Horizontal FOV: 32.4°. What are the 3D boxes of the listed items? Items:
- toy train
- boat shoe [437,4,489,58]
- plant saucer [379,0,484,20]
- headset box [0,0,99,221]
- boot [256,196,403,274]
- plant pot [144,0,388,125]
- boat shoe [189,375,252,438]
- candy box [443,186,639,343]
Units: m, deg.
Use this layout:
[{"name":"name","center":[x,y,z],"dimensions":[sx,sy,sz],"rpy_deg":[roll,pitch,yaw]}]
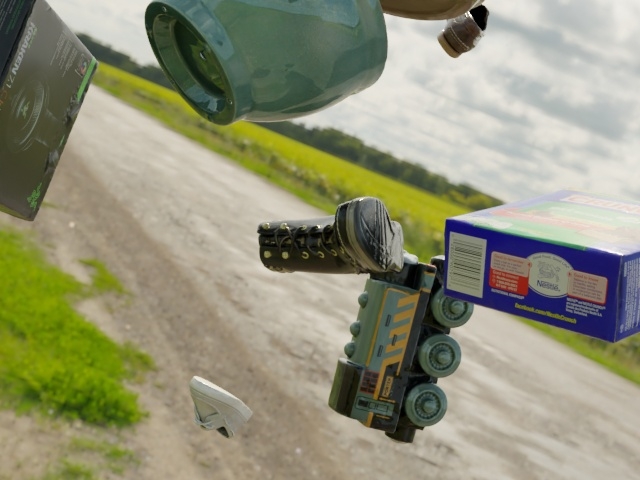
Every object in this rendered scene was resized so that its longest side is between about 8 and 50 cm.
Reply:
[{"name":"toy train","center":[0.136,0.178,1.891],"dimensions":[0.190,0.333,0.142],"rpy_deg":[15,1,-16]},{"name":"boat shoe","center":[0.248,-0.361,1.829],"dimensions":[0.073,0.073,0.207],"rpy_deg":[43,28,-12]},{"name":"plant saucer","center":[0.085,-0.349,1.401],"dimensions":[0.278,0.041,0.278],"rpy_deg":[18,-9,3]},{"name":"headset box","center":[-0.415,-0.174,1.401],"dimensions":[0.131,0.246,0.283],"rpy_deg":[19,-8,7]},{"name":"boot","center":[0.000,0.002,1.371],"dimensions":[0.179,0.085,0.236],"rpy_deg":[-1,-9,15]},{"name":"plant pot","center":[-0.090,-0.262,1.355],"dimensions":[0.293,0.196,0.293],"rpy_deg":[42,-25,25]},{"name":"boat shoe","center":[-0.154,0.247,1.600],"dimensions":[0.066,0.063,0.184],"rpy_deg":[27,-13,16]},{"name":"candy box","center":[0.367,0.022,1.499],"dimensions":[0.268,0.122,0.317],"rpy_deg":[15,18,41]}]
